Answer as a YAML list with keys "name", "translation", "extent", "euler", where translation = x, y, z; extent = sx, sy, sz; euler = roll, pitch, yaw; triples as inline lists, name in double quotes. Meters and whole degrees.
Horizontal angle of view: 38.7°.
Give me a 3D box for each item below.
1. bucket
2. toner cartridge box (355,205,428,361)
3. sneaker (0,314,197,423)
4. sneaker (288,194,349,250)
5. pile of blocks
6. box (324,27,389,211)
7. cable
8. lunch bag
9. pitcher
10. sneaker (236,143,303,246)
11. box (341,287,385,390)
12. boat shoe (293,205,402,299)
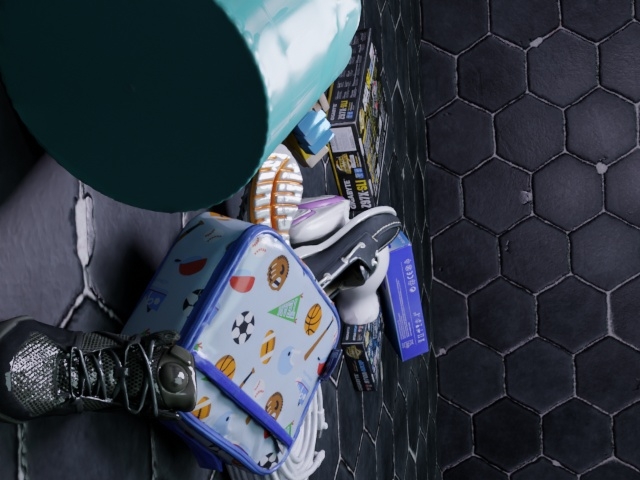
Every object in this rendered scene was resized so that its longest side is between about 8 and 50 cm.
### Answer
- name: "bucket"
  translation: [-0.122, -0.172, 0.774]
  extent: [0.183, 0.281, 0.281]
  euler: [-62, 148, -48]
- name: "toner cartridge box"
  translation: [0.169, 0.106, 2.139]
  extent: [0.165, 0.075, 0.348]
  euler: [-123, -165, -50]
- name: "sneaker"
  translation: [-0.184, 0.108, 0.760]
  extent: [0.227, 0.130, 0.087]
  euler: [34, 53, -70]
- name: "sneaker"
  translation: [0.000, 0.000, 1.532]
  extent: [0.305, 0.114, 0.152]
  euler: [-12, 99, -75]
- name: "pile of blocks"
  translation: [-0.071, -0.171, 1.238]
  extent: [0.112, 0.149, 0.362]
  euler: [-46, 150, -8]
- name: "box"
  translation: [0.083, -0.263, 1.988]
  extent: [0.257, 0.079, 0.322]
  euler: [70, 22, -46]
- name: "cable"
  translation: [-0.067, 0.235, 1.285]
  extent: [0.257, 0.089, 0.257]
  euler: [-37, 123, -72]
- name: "lunch bag"
  translation: [-0.091, 0.130, 1.029]
  extent: [0.243, 0.115, 0.303]
  euler: [-64, 147, -22]
- name: "pitcher"
  translation: [0.067, 0.040, 1.829]
  extent: [0.207, 0.125, 0.178]
  euler: [88, -11, -46]
- name: "sneaker"
  translation: [-0.083, -0.028, 1.239]
  extent: [0.084, 0.083, 0.215]
  euler: [2, 98, -41]
- name: "box"
  translation: [0.099, 0.197, 2.027]
  extent: [0.175, 0.051, 0.220]
  euler: [74, 20, -44]
- name: "boat shoe"
  translation: [0.036, 0.041, 1.436]
  extent: [0.302, 0.091, 0.114]
  euler: [-31, 153, -34]
